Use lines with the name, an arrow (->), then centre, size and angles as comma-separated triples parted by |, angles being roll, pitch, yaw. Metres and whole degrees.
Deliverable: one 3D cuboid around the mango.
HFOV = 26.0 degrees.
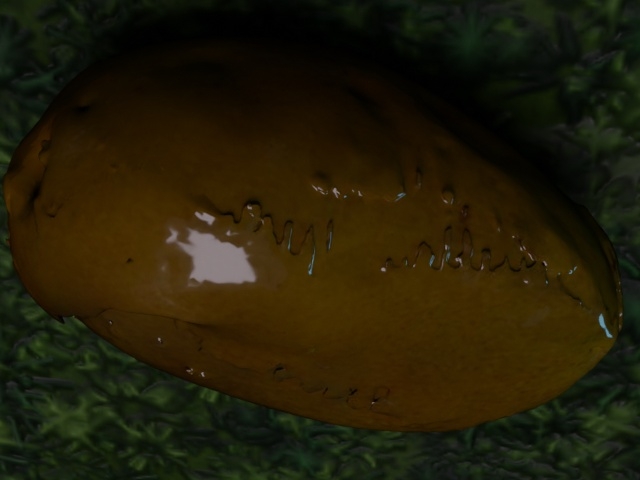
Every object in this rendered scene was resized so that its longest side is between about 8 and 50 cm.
mango -> 0.000, 0.000, 0.554 | 0.249, 0.156, 0.151 | 19, 95, -6
